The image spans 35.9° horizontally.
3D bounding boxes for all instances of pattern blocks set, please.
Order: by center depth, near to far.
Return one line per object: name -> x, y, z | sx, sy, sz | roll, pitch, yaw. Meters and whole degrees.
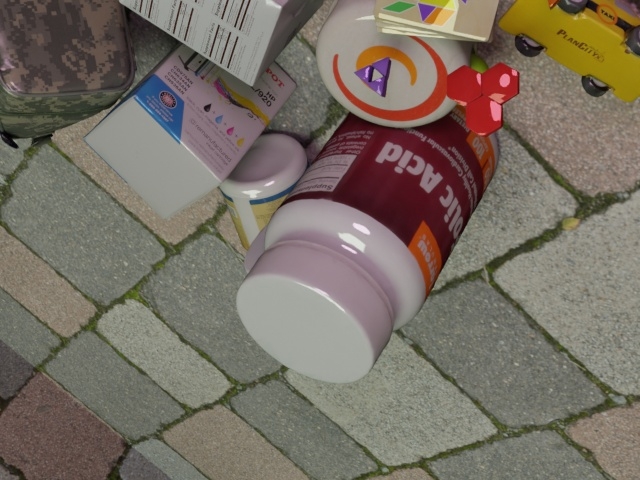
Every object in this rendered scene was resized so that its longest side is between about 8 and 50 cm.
pattern blocks set -> 0.137, -0.304, 1.069 | 0.285, 0.026, 0.325 | 25, 102, 17

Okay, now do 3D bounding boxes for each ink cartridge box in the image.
ink cartridge box -> -0.184, -0.185, 1.435 | 0.171, 0.233, 0.168 | 45, 141, -15

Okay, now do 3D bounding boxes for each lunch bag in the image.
lunch bag -> -0.413, -0.306, 1.426 | 0.256, 0.212, 0.305 | -16, 87, 62

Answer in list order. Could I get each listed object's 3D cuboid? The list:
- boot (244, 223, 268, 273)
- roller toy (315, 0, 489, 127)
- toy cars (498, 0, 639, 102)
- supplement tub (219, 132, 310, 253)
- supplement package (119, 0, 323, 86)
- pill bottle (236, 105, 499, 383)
boot -> 0.000, 0.000, 1.487 | 0.095, 0.258, 0.123 | 26, 150, 39
roller toy -> 0.098, -0.252, 1.216 | 0.191, 0.146, 0.209 | -11, 133, 34
toy cars -> 0.396, -0.234, 1.068 | 0.393, 0.087, 0.176 | 7, 146, 27
supplement tub -> -0.071, -0.053, 1.570 | 0.144, 0.144, 0.200 | 10, 138, 29
supplement package -> -0.106, -0.342, 1.229 | 0.203, 0.194, 0.149 | 33, 143, 2
pill bottle -> 0.066, -0.021, 1.293 | 0.224, 0.392, 0.224 | 21, 142, 17
